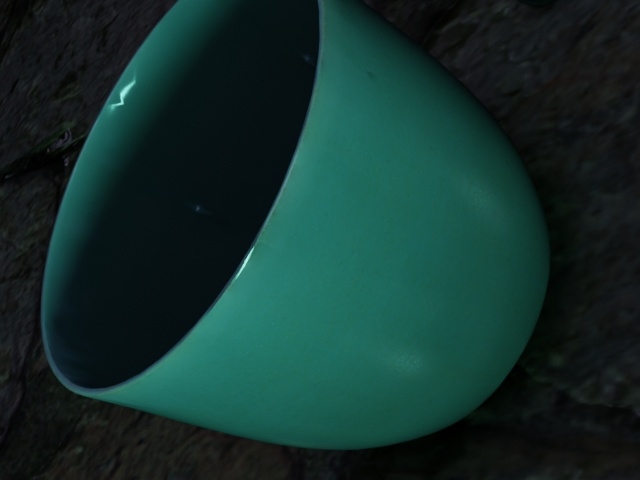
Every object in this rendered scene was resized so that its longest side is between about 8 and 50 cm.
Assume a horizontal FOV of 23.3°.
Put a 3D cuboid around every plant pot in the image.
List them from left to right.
[{"bbox_3d":[0.000,0.000,0.980,0.293,0.235,0.293,-37,38,37],"label":"plant pot"}]

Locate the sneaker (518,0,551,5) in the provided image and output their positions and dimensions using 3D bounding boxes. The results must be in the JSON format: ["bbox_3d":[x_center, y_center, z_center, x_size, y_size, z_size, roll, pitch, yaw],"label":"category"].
[{"bbox_3d":[0.131,-0.274,1.097,0.182,0.127,0.315,-58,32,5],"label":"sneaker"}]
